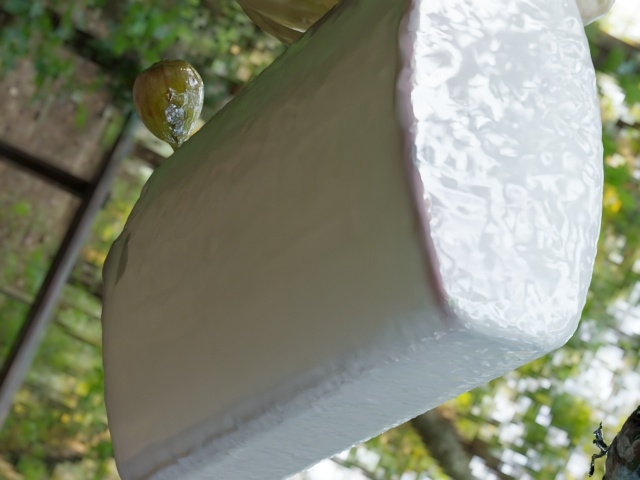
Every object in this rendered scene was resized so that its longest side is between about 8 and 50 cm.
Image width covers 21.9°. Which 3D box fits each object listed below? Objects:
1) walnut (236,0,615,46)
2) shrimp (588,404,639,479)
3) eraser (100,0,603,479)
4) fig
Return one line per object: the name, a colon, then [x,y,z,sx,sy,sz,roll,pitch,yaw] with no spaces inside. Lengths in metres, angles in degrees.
walnut: [0.049,-0.238,0.997,0.333,0.333,0.333,-63,-173,14]
shrimp: [0.211,0.156,1.065,0.174,0.076,0.082,76,-9,-60]
eraser: [0.000,0.000,0.691,0.270,0.095,0.174,-36,-133,54]
fig: [-0.103,-0.084,1.147,0.050,0.050,0.083,157,-75,-79]
